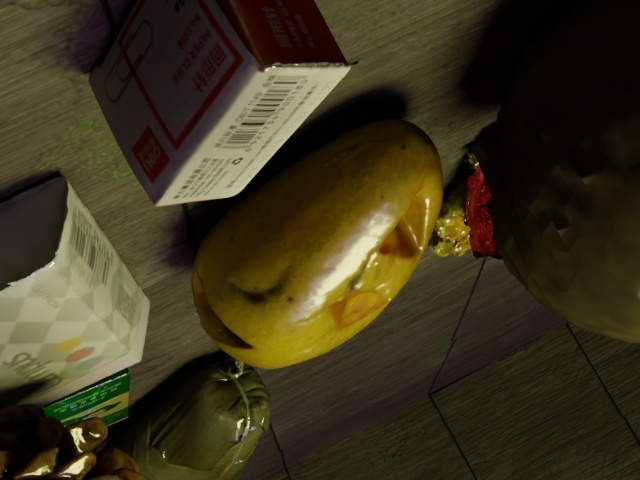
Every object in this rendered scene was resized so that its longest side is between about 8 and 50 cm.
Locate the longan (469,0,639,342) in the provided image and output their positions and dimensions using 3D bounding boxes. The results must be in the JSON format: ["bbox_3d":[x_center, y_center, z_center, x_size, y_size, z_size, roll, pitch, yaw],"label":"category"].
[{"bbox_3d":[0.351,-0.081,1.138,0.391,0.391,0.391,-25,162,-9],"label":"longan"}]

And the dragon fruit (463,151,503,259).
[{"bbox_3d":[0.237,-0.057,1.419,0.092,0.122,0.192,-12,126,3],"label":"dragon fruit"}]

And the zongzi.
[{"bbox_3d":[-0.254,0.327,1.711,0.418,0.181,0.447,-19,157,-25],"label":"zongzi"}]

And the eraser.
[{"bbox_3d":[-0.299,0.081,1.104,0.213,0.082,0.397,-25,162,-5],"label":"eraser"}]

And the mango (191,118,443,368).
[{"bbox_3d":[0.000,0.000,1.206,0.253,0.182,0.365,-2,138,-48],"label":"mango"}]

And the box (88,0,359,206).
[{"bbox_3d":[-0.081,-0.127,0.782,0.099,0.133,0.182,-12,158,-43],"label":"box"}]

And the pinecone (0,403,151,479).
[{"bbox_3d":[-0.391,0.345,1.179,0.384,0.384,0.384,-25,162,-9],"label":"pinecone"}]

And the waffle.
[{"bbox_3d":[0.249,-0.051,1.596,0.249,0.056,0.253,-39,161,27],"label":"waffle"}]

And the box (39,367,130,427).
[{"bbox_3d":[-0.349,0.244,1.558,0.132,0.034,0.235,-22,161,-20],"label":"box"}]
